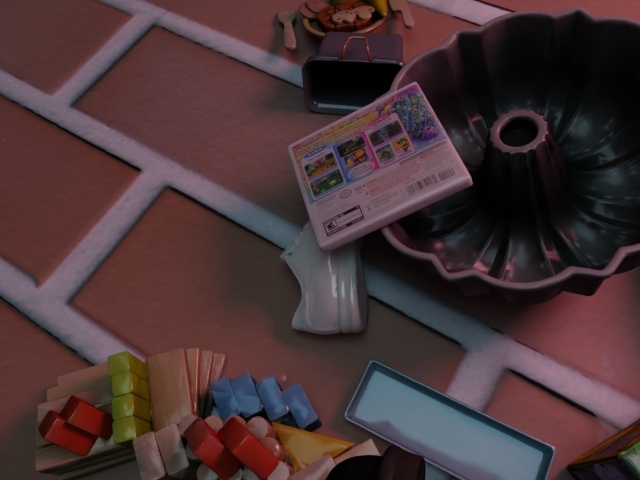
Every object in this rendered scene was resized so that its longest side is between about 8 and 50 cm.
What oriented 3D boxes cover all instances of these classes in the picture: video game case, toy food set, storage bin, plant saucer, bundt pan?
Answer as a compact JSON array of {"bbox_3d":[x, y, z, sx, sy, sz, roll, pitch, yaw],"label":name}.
[{"bbox_3d":[0.052,-0.078,0.552,0.157,0.019,0.143,-25,55,10],"label":"video game case"},{"bbox_3d":[0.033,-0.333,0.778,0.191,0.039,0.133,-10,48,1],"label":"toy food set"},{"bbox_3d":[0.050,-0.231,0.713,0.135,0.098,0.091,5,53,9],"label":"storage bin"},{"bbox_3d":[0.122,0.187,0.527,0.192,0.018,0.067,23,67,18],"label":"plant saucer"},{"bbox_3d":[0.209,-0.078,0.569,0.330,0.124,0.331,-10,59,18],"label":"bundt pan"}]

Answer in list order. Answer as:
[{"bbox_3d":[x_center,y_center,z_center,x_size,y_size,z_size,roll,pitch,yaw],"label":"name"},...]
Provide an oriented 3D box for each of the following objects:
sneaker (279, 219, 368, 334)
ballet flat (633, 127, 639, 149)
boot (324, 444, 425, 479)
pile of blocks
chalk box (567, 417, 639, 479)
[{"bbox_3d":[0.000,0.000,0.609,0.094,0.080,0.212,-7,63,16],"label":"sneaker"},{"bbox_3d":[0.410,-0.018,0.558,0.106,0.108,0.316,-3,62,-11],"label":"ballet flat"},{"bbox_3d":[-0.087,0.276,0.389,0.260,0.131,0.348,20,91,15],"label":"boot"},{"bbox_3d":[-0.109,0.166,0.508,0.361,0.113,0.149,6,64,9],"label":"pile of blocks"},{"bbox_3d":[0.331,0.232,0.417,0.132,0.132,0.213,-30,65,-9],"label":"chalk box"}]
